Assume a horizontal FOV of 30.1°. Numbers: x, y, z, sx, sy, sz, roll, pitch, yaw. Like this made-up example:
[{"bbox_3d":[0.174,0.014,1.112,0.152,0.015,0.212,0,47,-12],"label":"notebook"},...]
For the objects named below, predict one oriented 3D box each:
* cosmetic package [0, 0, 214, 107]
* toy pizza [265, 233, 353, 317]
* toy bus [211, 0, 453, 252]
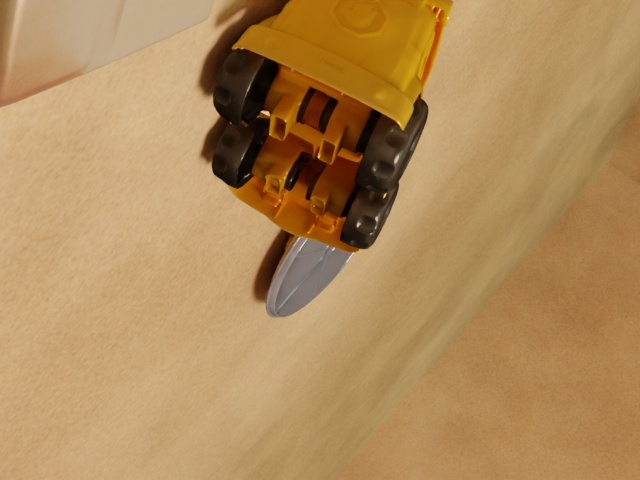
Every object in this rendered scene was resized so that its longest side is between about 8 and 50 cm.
[{"bbox_3d":[-0.089,-0.212,0.382,0.129,0.153,0.296,-36,157,-47],"label":"cosmetic package"},{"bbox_3d":[0.000,0.000,1.321,0.201,0.032,0.201,-47,163,-20],"label":"toy pizza"},{"bbox_3d":[0.022,-0.127,0.943,0.220,0.149,0.211,103,13,-61],"label":"toy bus"}]
